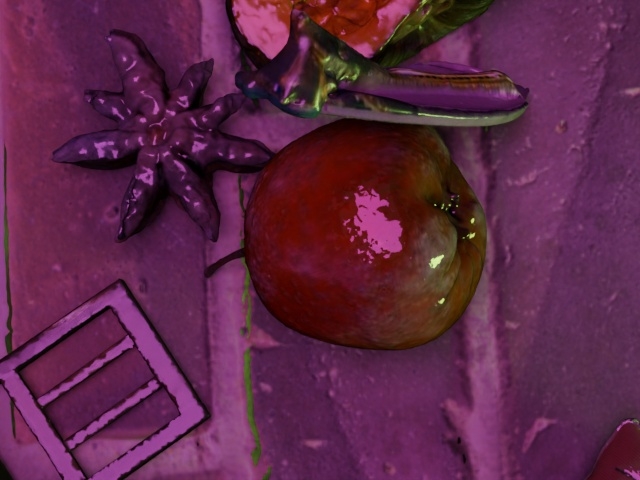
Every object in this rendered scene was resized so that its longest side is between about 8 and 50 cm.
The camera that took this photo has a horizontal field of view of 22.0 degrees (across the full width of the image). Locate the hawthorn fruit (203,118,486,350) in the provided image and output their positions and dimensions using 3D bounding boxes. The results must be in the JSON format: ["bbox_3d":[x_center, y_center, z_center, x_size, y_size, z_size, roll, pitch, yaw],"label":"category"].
[{"bbox_3d":[0.034,-0.001,1.564,0.263,0.235,0.231,-24,58,-10],"label":"hawthorn fruit"}]

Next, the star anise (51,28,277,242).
[{"bbox_3d":[-0.163,-0.103,1.674,0.229,0.093,0.236,-15,84,4],"label":"star anise"}]

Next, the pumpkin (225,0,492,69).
[{"bbox_3d":[0.039,-0.268,1.648,0.280,0.139,0.190,-33,82,0],"label":"pumpkin"}]

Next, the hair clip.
[{"bbox_3d":[0.082,-0.146,1.540,0.110,0.359,0.095,-10,80,44],"label":"hair clip"}]

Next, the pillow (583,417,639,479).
[{"bbox_3d":[0.304,0.288,1.583,0.171,0.075,0.179,41,91,9],"label":"pillow"}]

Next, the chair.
[{"bbox_3d":[-0.340,0.216,1.584,0.416,0.240,0.203,-36,79,2],"label":"chair"}]
